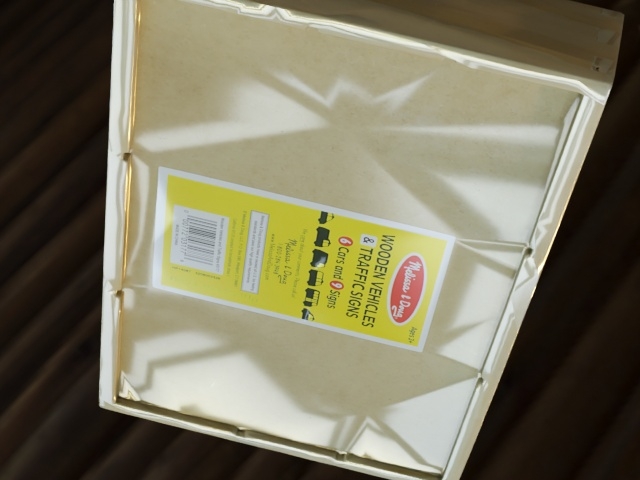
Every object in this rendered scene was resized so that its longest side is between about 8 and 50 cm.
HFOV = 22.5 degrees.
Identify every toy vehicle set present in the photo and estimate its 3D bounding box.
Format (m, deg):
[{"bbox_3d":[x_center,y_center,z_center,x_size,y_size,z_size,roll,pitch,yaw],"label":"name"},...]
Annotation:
[{"bbox_3d":[0.000,0.000,0.627,0.166,0.267,0.035,14,-129,1],"label":"toy vehicle set"}]
